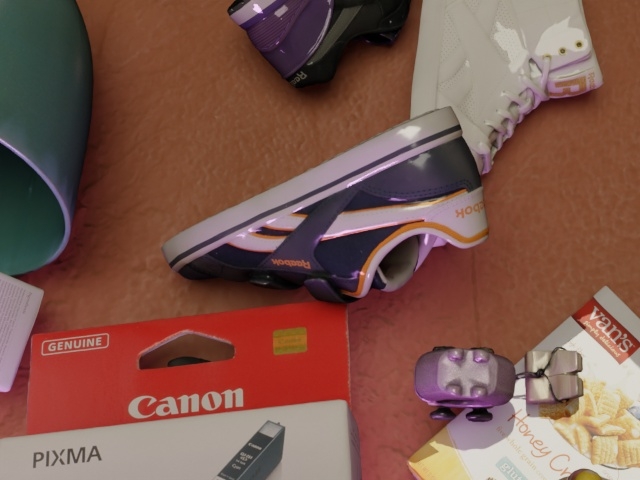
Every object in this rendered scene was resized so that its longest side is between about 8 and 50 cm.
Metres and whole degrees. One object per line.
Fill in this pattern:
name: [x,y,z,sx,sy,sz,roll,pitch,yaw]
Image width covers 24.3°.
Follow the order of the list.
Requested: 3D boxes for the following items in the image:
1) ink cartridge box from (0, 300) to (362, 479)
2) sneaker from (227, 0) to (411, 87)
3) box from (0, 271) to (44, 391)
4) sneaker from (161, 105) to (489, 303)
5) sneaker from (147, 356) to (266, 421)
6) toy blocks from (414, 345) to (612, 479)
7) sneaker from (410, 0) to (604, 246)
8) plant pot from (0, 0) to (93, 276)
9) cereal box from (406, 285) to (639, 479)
ink cartridge box: [-0.118,0.165,1.234,0.296,0.066,0.261,-8,60,7]
sneaker: [0.049,-0.257,1.441,0.283,0.107,0.124,-41,102,-15]
box: [-0.321,0.076,1.345,0.101,0.087,0.102,-4,63,53]
sneaker: [0.000,0.000,1.294,0.321,0.126,0.127,-23,93,36]
sneaker: [-0.152,0.227,1.301,0.130,0.109,0.286,29,69,21]
toy blocks: [0.213,0.217,1.120,0.289,0.260,0.309,1,77,3]
sneaker: [0.172,-0.131,1.364,0.169,0.108,0.292,4,72,11]
plant pot: [-0.338,-0.141,1.344,0.293,0.293,0.235,7,59,9]
cereal box: [0.219,0.179,1.290,0.240,0.047,0.173,-41,74,-7]
